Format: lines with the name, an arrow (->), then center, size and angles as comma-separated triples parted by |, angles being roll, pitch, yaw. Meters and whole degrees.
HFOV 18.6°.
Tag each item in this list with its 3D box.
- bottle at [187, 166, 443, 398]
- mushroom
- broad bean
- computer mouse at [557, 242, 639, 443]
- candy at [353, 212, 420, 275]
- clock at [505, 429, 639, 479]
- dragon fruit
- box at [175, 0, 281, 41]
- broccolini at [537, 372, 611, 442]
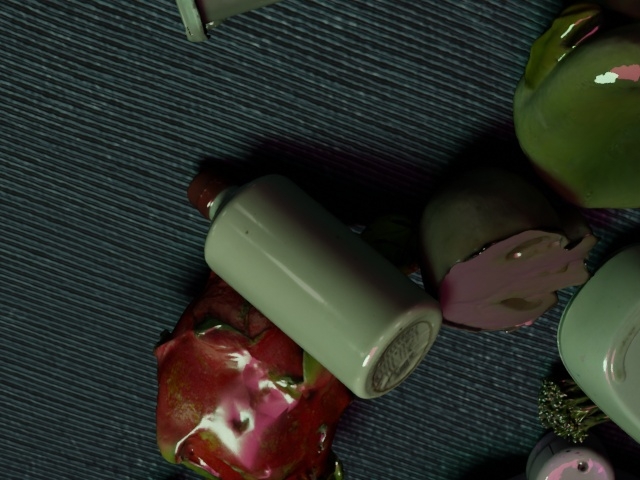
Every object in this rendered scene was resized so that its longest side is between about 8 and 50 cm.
bottle -> -0.017, 0.021, 1.635 | 0.245, 0.104, 0.104 | 40, 140, 24
mushroom -> 0.144, 0.000, 1.637 | 0.141, 0.117, 0.188 | -26, 159, -9
broad bean -> 0.231, -0.103, 1.550 | 0.169, 0.100, 0.228 | -8, 135, 24
computer mouse -> 0.327, 0.114, 1.738 | 0.288, 0.097, 0.159 | 37, 90, -29
candy -> 0.000, 0.000, 1.713 | 0.194, 0.062, 0.058 | 5, 95, 13
clock -> 0.223, 0.358, 1.918 | 0.295, 0.113, 0.322 | 38, 103, -15
dragon fruit -> -0.046, 0.135, 1.775 | 0.198, 0.200, 0.269 | 8, 160, 30
box -> -0.057, -0.276, 1.378 | 0.135, 0.163, 0.243 | -11, 131, 5
broccolini -> 0.309, 0.150, 1.812 | 0.216, 0.058, 0.067 | -2, 130, 7
